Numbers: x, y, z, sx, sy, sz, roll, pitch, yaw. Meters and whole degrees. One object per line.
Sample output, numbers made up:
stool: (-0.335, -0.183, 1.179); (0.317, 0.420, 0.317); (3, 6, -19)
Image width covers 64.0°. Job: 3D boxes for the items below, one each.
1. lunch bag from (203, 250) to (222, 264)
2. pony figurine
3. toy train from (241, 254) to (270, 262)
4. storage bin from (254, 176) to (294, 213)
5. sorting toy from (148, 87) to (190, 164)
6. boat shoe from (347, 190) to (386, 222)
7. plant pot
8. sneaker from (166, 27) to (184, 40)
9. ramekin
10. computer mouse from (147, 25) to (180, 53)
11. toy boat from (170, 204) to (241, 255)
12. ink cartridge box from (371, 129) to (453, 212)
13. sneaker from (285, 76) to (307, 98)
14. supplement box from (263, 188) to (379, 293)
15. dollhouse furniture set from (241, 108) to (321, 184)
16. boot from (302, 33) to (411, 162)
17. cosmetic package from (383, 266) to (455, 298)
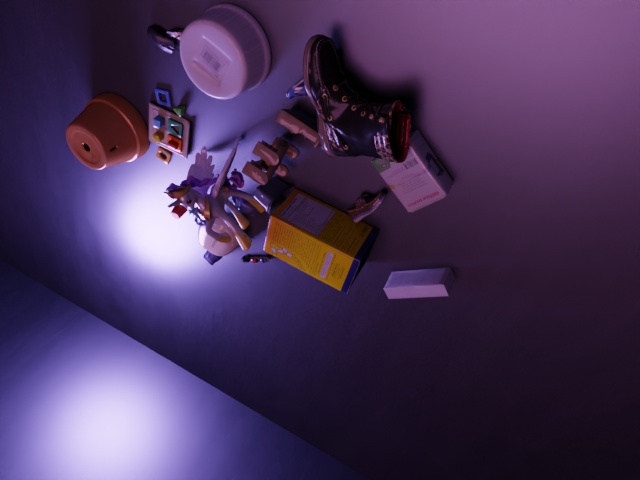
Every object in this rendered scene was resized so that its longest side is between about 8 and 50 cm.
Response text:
lunch bag: (-0.479, 0.061, 2.308); (0.065, 0.098, 0.067); (-34, 103, 26)
pony figurine: (-0.376, -0.177, 1.904); (0.303, 0.350, 0.363); (-15, 136, 44)
toy train: (-0.285, 0.082, 2.245); (0.158, 0.036, 0.027); (-2, 125, 33)
storage bin: (-0.178, -0.171, 1.903); (0.091, 0.135, 0.098); (39, 138, 14)
sorting toy: (-0.601, -0.422, 2.003); (0.196, 0.047, 0.347); (28, 136, 8)
boat shoe: (0.153, -0.124, 1.775); (0.066, 0.066, 0.183); (44, 136, -6)
plant pot: (-0.870, -0.420, 2.060); (0.291, 0.203, 0.290); (17, 132, 19)
sneaker: (-0.465, -0.678, 1.704); (0.109, 0.040, 0.043); (16, 135, 20)
ramekin: (-0.307, -0.585, 1.617); (0.277, 0.135, 0.277); (17, 133, 19)
computer mouse: (-0.497, -0.644, 1.752); (0.242, 0.041, 0.071); (37, 136, -2)
toy boat: (-0.467, -0.082, 2.161); (0.318, 0.148, 0.267); (36, 142, -11)
ink cartridge box: (0.287, -0.212, 1.597); (0.154, 0.093, 0.212); (-26, 108, 43)
sneaker: (-0.054, -0.477, 1.612); (0.144, 0.053, 0.059); (-23, 114, 43)
supplement box: (0.000, 0.000, 1.884); (0.357, 0.194, 0.195); (28, 136, 9)
dollhouse furniture set: (-0.107, -0.287, 1.698); (0.161, 0.212, 0.242); (34, 110, 4)
boot: (0.106, -0.393, 1.468); (0.284, 0.138, 0.377); (20, 134, 38)
cosmetic package: (0.358, 0.158, 1.866); (0.239, 0.099, 0.060); (-7, 121, 37)
